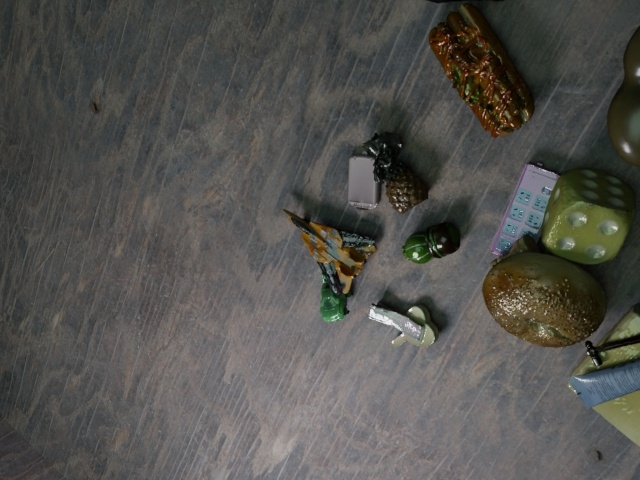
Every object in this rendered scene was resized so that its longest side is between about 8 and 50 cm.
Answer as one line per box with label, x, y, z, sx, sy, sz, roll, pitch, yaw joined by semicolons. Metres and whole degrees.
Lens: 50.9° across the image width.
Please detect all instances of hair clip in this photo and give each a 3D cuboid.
hair clip;0.245;0.253;1.973;0.218;0.071;0.159;23;115;30

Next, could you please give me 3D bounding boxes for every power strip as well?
power strip;0.537;-0.066;1.742;0.109;0.037;0.279;26;114;23

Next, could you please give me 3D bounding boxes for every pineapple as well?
pineapple;0.203;-0.195;1.864;0.237;0.119;0.111;59;148;5

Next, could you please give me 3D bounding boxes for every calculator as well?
calculator;0.126;-0.173;1.956;0.100;0.032;0.175;10;106;27

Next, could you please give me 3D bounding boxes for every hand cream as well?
hand cream;0.727;0.320;1.581;0.271;0.058;0.091;-32;92;36

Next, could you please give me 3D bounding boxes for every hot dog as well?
hot dog;0.397;-0.420;1.683;0.158;0.117;0.349;-33;85;41

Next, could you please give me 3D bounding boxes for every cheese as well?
cheese;0.786;0.328;1.646;0.242;0.124;0.265;43;120;21

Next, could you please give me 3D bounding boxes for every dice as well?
dice;0.627;-0.059;1.586;0.166;0.169;0.169;16;130;6

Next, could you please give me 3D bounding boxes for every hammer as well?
hammer;0.719;0.246;1.590;0.178;0.021;0.065;-25;82;34

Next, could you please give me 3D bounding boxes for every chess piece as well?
chess piece;0.500;0.046;1.735;0.066;0.066;0.122;52;126;9

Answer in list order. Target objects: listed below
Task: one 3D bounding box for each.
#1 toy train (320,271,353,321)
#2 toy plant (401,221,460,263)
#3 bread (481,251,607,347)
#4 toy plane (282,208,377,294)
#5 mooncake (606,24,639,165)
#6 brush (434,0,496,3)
toy train;0.038;0.172;2.052;0.099;0.149;0.081;-13;140;29
toy plant;0.302;0.011;1.868;0.162;0.093;0.093;-24;90;35
bread;0.548;0.158;1.656;0.305;0.159;0.305;16;146;11
toy plane;0.006;0.001;2.031;0.316;0.103;0.204;40;105;27
mooncake;0.839;-0.293;1.383;0.467;0.262;0.467;6;104;26
brush;0.355;-0.619;1.660;0.197;0.123;0.059;11;111;28
